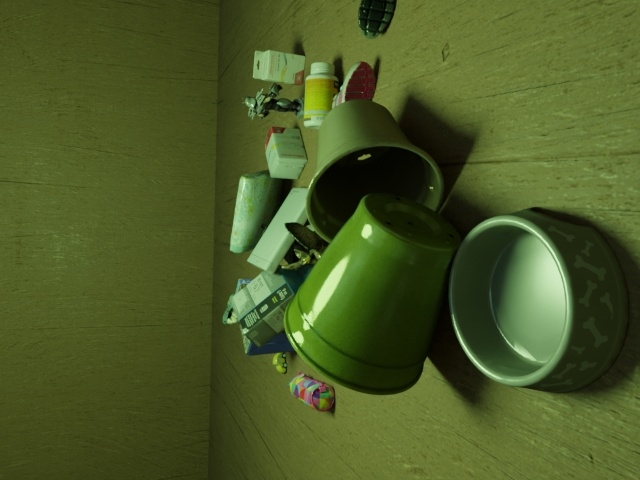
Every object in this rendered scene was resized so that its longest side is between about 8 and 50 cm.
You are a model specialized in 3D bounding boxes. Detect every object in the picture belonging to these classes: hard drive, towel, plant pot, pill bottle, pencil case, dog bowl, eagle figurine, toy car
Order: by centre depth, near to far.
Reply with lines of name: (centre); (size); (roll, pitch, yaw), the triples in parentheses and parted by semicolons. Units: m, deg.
dog bowl: (0.370, 0.108, 0.929); (0.348, 0.102, 0.349); (180, 90, -66)
plant pot: (0.143, 0.094, 1.165); (0.353, 0.366, 0.366); (-68, 31, 27)
plant pot: (0.117, -0.195, 1.304); (0.306, 0.333, 0.334); (-97, 22, -46)
eagle figurine: (0.006, 0.009, 1.634); (0.225, 0.226, 0.298); (41, 156, 14)
pill bottle: (0.004, -0.502, 1.756); (0.117, 0.117, 0.215); (-166, 77, -66)
pencil case: (-0.036, 0.553, 1.845); (0.236, 0.104, 0.105); (174, 96, -65)
hard drive: (-0.143, -0.045, 1.942); (0.353, 0.047, 0.233); (-58, 25, -8)
towel: (-0.272, -0.139, 2.173); (0.374, 0.090, 0.321); (-39, -41, -68)
toy car: (-0.191, 0.445, 2.249); (0.239, 0.053, 0.225); (-118, 37, -47)

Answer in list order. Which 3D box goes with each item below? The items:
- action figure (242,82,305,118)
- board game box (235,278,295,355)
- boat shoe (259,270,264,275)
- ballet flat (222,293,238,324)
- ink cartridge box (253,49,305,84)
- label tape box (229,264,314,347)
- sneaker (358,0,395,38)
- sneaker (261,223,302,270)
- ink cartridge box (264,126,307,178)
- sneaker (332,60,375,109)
action figure: (-0.162, -0.520, 1.924); (0.185, 0.284, 0.099); (159, 110, -64)
board game box: (-0.215, 0.310, 2.089); (0.291, 0.232, 0.141); (-112, 32, -42)
boat shoe: (-0.263, 0.262, 2.411); (0.076, 0.083, 0.226); (110, 163, -61)
ballet flat: (-0.358, 0.302, 2.056); (0.188, 0.070, 0.070); (107, 152, -42)
ink cartridge box: (-0.169, -0.706, 2.052); (0.067, 0.198, 0.115); (-150, 63, -63)
label tape box: (-0.154, 0.200, 1.857); (0.106, 0.333, 0.240); (52, 178, -34)
sneaker: (0.169, -0.724, 1.450); (0.106, 0.101, 0.268); (-89, 9, -66)
sneaker: (-0.170, 0.029, 2.090); (0.101, 0.153, 0.269); (115, 147, -43)
ink cartridge box: (-0.146, -0.360, 2.078); (0.127, 0.128, 0.176); (122, 142, -50)
sneaker: (0.089, -0.445, 1.579); (0.111, 0.102, 0.252); (-117, 36, -43)
